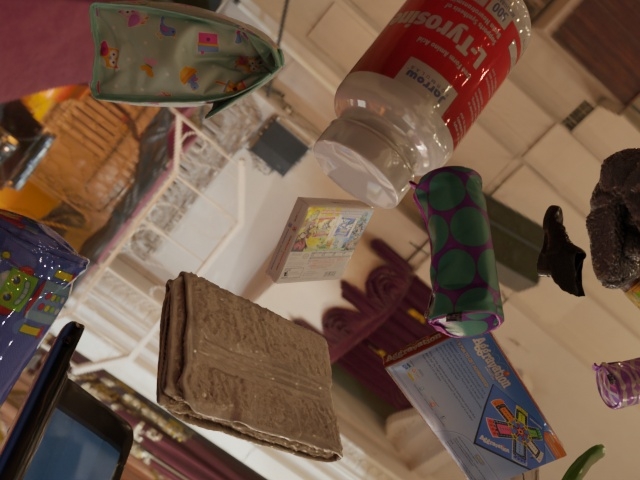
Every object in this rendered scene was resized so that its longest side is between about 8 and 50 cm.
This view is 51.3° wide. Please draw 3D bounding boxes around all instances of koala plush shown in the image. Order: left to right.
[{"bbox_3d":[0.549,-0.042,1.023,0.196,0.222,0.203,137,-51,-63],"label":"koala plush"}]

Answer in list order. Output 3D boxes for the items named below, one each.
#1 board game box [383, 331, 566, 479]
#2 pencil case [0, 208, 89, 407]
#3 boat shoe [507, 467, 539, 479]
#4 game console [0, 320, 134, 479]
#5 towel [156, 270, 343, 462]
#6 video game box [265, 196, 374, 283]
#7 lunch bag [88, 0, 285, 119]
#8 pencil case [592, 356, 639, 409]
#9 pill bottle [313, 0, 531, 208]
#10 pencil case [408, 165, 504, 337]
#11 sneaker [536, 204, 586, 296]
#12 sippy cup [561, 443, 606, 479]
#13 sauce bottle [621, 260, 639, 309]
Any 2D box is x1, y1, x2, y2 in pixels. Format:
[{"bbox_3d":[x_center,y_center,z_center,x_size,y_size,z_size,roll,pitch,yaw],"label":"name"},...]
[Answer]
[{"bbox_3d":[0.218,0.231,0.921,0.145,0.281,0.027,-28,-154,16],"label":"board game box"},{"bbox_3d":[-0.313,0.111,0.528,0.133,0.119,0.306,22,-100,49],"label":"pencil case"},{"bbox_3d":[0.441,0.582,1.455,0.088,0.267,0.096,-12,-165,-15],"label":"boat shoe"},{"bbox_3d":[-0.306,0.290,0.799,0.250,0.174,0.293,-46,-155,43],"label":"game console"},{"bbox_3d":[-0.080,0.161,0.841,0.049,0.282,0.187,-35,-136,30],"label":"towel"},{"bbox_3d":[0.000,0.000,1.404,0.205,0.048,0.187,0,125,-47],"label":"video game box"},{"bbox_3d":[-0.181,-0.268,0.997,0.223,0.263,0.160,-93,-173,-76],"label":"lunch bag"},{"bbox_3d":[0.596,0.240,1.198,0.086,0.206,0.088,88,-11,-51],"label":"pencil case"},{"bbox_3d":[0.172,-0.263,1.160,0.407,0.229,0.229,-54,-167,-16],"label":"pill bottle"},{"bbox_3d":[0.125,0.010,0.617,0.070,0.064,0.151,-8,-113,14],"label":"pencil case"},{"bbox_3d":[0.459,0.017,1.246,0.089,0.051,0.170,4,-102,47],"label":"sneaker"},{"bbox_3d":[0.444,0.369,0.766,0.224,0.305,0.240,-47,176,-8],"label":"sippy cup"},{"bbox_3d":[0.786,0.180,1.405,0.111,0.344,0.111,-35,159,-16],"label":"sauce bottle"}]
